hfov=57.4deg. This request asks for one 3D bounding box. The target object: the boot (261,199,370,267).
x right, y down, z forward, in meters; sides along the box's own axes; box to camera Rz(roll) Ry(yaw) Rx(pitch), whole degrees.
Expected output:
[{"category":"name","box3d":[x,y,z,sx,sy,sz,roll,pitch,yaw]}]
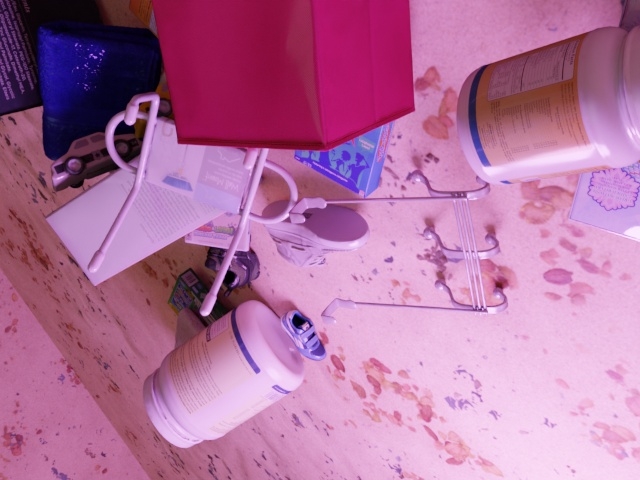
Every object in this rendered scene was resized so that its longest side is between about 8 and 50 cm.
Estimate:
[{"category":"boot","box3d":[0.000,0.000,1.152,0.258,0.095,0.123,17,140,40]}]

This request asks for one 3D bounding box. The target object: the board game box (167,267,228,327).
[{"category":"board game box","box3d":[-0.292,0.245,1.604,0.317,0.046,0.213,49,145,7]}]

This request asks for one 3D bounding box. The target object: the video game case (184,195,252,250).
[{"category":"video game case","box3d":[-0.222,-0.057,1.272,0.157,0.019,0.143,8,96,22]}]

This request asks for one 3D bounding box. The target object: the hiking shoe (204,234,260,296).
[{"category":"hiking shoe","box3d":[-0.215,0.015,1.326,0.086,0.114,0.226,2,121,42]}]

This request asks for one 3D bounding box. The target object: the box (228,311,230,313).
[{"category":"box","box3d":[-0.204,0.245,1.569,0.081,0.028,0.136,8,123,40]}]

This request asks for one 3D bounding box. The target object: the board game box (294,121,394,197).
[{"category":"board game box","box3d":[0.041,-0.195,0.975,0.160,0.047,0.210,31,136,21]}]

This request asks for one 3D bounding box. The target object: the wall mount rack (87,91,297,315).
[{"category":"wall mount rack","box3d":[-0.229,-0.063,0.962,0.350,0.130,0.304,21,112,3]}]

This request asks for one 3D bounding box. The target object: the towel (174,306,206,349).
[{"category":"towel","box3d":[-0.330,0.316,1.632,0.187,0.049,0.282,43,144,14]}]

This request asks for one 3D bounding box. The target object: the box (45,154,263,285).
[{"category":"box","box3d":[-0.321,-0.085,1.163,0.345,0.215,0.168,-26,103,21]}]

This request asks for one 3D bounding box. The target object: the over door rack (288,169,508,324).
[{"category":"over door rack","box3d":[0.135,0.013,0.986,0.324,0.108,0.239,-6,119,22]}]

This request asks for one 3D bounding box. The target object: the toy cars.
[{"category":"toy cars","box3d":[-0.363,-0.220,1.127,0.394,0.176,0.087,-28,89,14]}]

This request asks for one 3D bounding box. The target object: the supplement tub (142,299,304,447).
[{"category":"supplement tub","box3d":[-0.227,0.318,1.379,0.325,0.235,0.235,-34,97,9]}]

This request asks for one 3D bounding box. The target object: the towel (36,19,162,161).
[{"category":"towel","box3d":[-0.432,-0.274,1.160,0.308,0.228,0.076,111,145,-43]}]

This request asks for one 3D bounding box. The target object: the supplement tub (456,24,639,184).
[{"category":"supplement tub","box3d":[0.267,-0.142,0.633,0.200,0.144,0.144,-5,116,46]}]

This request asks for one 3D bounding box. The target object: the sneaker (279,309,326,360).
[{"category":"sneaker","box3d":[-0.036,0.223,1.377,0.144,0.053,0.059,47,139,1]}]

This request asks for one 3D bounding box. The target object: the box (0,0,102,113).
[{"category":"box","box3d":[-0.782,-0.393,1.226,0.480,0.472,0.297,4,116,41]}]

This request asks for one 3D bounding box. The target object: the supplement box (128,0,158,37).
[{"category":"supplement box","box3d":[-0.240,-0.381,1.066,0.233,0.078,0.080,45,141,6]}]

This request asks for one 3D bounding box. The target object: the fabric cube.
[{"category":"fabric cube","box3d":[-0.039,-0.277,0.776,0.254,0.259,0.258,7,115,32]}]

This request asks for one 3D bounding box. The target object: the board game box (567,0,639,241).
[{"category":"board game box","box3d":[0.467,-0.116,0.629,0.319,0.066,0.318,23,134,30]}]
